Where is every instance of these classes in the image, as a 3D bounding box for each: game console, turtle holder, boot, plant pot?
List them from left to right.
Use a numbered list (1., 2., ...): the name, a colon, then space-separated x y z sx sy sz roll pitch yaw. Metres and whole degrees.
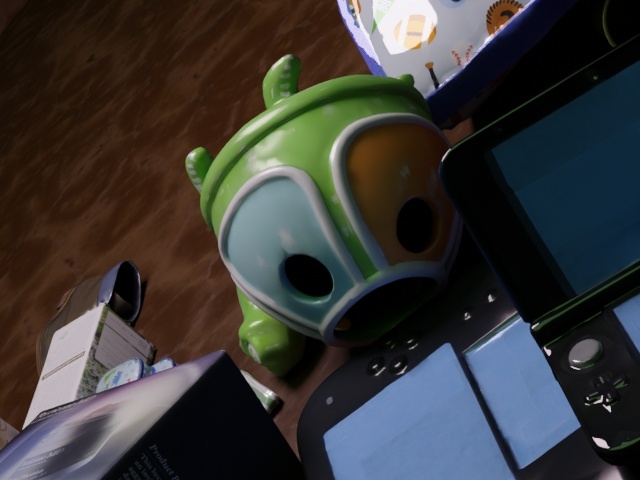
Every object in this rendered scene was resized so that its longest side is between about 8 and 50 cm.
1. boot: -0.292 0.107 1.910 0.106 0.082 0.219 -37 26 25
2. turtle holder: -0.005 -0.007 1.473 0.320 0.243 0.227 -34 62 19
3. game console: 0.140 0.153 1.243 0.342 0.060 0.386 -41 28 11
4. plant pot: 0.307 -0.223 1.502 0.083 0.083 0.079 -47 14 -1
5. game console: 0.268 -0.020 1.115 0.293 0.173 0.250 -32 28 8

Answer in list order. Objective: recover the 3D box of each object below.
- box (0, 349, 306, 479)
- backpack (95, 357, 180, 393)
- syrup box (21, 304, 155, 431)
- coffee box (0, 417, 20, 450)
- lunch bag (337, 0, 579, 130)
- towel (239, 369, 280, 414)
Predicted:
1. box: -0.213 0.273 1.370 0.296 0.182 0.294 -21 16 40
2. backpack: -0.194 0.182 1.663 0.114 0.084 0.105 -28 34 28
3. syrup box: -0.274 0.198 1.745 0.096 0.093 0.237 -29 32 31
4. coffee box: -0.510 0.232 1.817 0.119 0.297 0.168 -41 28 13
5. lunch bag: 0.191 -0.328 1.618 0.328 0.239 0.385 -42 28 30
6. towel: -0.114 0.205 1.580 0.152 0.023 0.113 -51 26 -7
